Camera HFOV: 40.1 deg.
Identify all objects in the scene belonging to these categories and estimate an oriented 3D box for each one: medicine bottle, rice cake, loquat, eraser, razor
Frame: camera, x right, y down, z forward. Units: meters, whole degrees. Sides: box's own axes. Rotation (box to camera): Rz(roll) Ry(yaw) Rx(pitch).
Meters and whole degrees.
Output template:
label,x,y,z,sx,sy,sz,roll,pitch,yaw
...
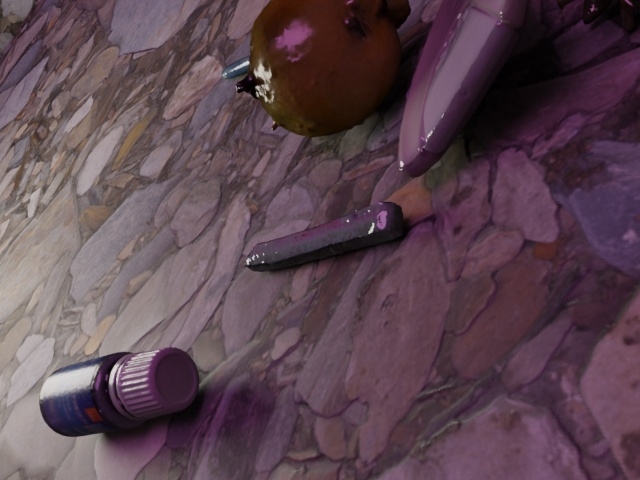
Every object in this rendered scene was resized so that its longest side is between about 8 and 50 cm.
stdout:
label,x,y,z,sx,sy,sz,roll,pitch,yaw
medicine bottle,-0.215,0.161,0.936,0.203,0.083,0.083,-18,47,39
rice cake,-0.001,0.001,0.864,0.208,0.033,0.033,-16,58,44
loquat,0.008,-0.199,0.932,0.205,0.149,0.172,-34,35,4
eraser,0.143,-0.197,0.819,0.243,0.059,0.204,-73,8,-49
razor,-0.098,-0.243,1.204,0.135,0.040,0.068,-8,53,55

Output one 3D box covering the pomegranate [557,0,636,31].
label,x,y,z,sx,sy,sz,roll,pitch,yaw
pomegranate,0.253,-0.286,0.704,0.224,0.182,0.181,-67,30,16
